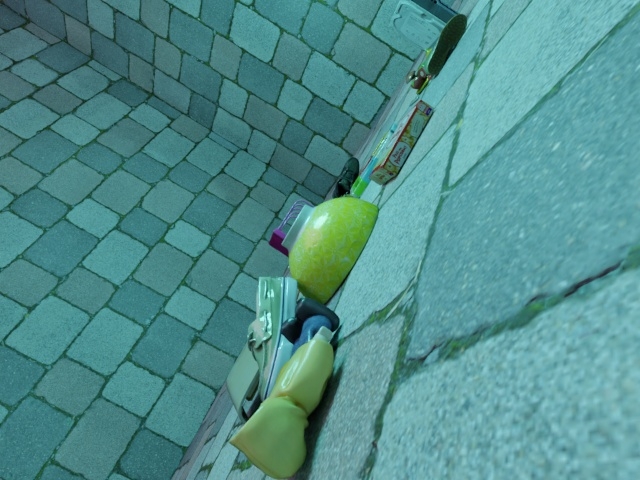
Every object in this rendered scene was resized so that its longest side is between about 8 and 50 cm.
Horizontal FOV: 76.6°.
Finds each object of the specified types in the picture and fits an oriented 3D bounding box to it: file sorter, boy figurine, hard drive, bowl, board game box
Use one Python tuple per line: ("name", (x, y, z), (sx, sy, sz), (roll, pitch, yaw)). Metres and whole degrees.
("file sorter", (-0.073, -0.023, 1.672), (0.182, 0.202, 0.290), (-57, 4, -14))
("boy figurine", (-0.044, 0.205, 0.574), (0.177, 0.092, 0.285), (-54, 3, 26))
("hard drive", (0.385, -0.811, 1.513), (0.064, 0.236, 0.339), (-59, 5, 9))
("bowl", (0.000, 0.000, 0.987), (0.289, 0.156, 0.289), (-58, 5, 8))
("board game box", (0.203, -0.244, 1.040), (0.194, 0.045, 0.147), (-60, 5, -6))

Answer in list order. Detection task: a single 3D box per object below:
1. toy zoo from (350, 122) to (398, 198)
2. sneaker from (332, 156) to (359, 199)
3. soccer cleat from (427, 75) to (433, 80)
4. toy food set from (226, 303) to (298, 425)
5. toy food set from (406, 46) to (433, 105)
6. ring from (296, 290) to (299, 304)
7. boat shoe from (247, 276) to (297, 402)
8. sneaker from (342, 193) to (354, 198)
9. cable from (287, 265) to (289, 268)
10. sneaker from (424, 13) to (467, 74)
("toy zoo", (0.198, -0.289, 1.473), (0.293, 0.030, 0.192), (-58, 5, 12))
("sneaker", (0.131, -0.291, 1.900), (0.228, 0.087, 0.130), (-63, 7, -6))
("soccer cleat", (0.385, -0.584, 1.370), (0.029, 0.035, 0.083), (-137, 52, -62))
("toy food set", (-0.130, 0.297, 1.037), (0.306, 0.092, 0.219), (-62, 16, -11))
("toy food set", (0.361, -0.601, 1.448), (0.218, 0.071, 0.128), (-59, 5, 13))
("ring", (-0.151, 0.320, 1.356), (0.337, 0.032, 0.336), (-58, 5, 8))
("boat shoe", (-0.104, 0.198, 0.836), (0.302, 0.094, 0.109), (-90, 10, -50))
("sneaker", (0.061, -0.071, 1.403), (0.185, 0.069, 0.084), (-53, -4, -2))
("cable", (-0.043, 0.040, 1.981), (0.287, 0.072, 0.139), (-42, -14, 29))
("sneaker", (0.390, -0.622, 1.299), (0.192, 0.064, 0.086), (-61, 9, 14))
